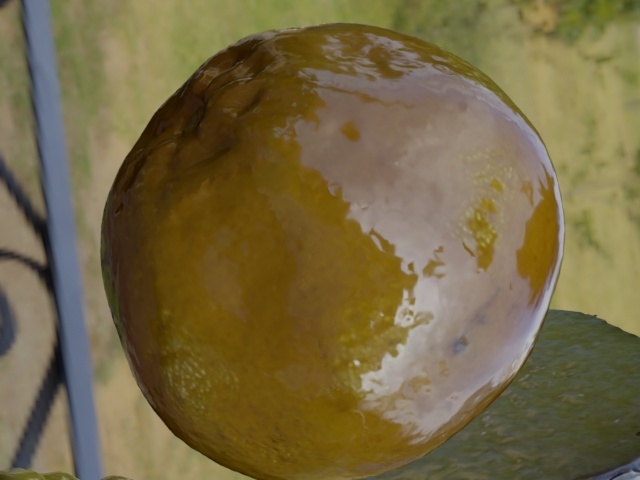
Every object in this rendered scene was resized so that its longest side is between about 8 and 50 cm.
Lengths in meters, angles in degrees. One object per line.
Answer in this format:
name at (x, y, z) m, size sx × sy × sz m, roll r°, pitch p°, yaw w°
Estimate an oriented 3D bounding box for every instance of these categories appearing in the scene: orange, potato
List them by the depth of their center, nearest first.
orange at (0.000, 0.000, 0.571) m, size 0.136 × 0.159 × 0.159 m, roll 45°, pitch 33°, yaw -33°
potato at (0.090, 0.136, 0.999) m, size 0.299 × 0.239 × 0.116 m, roll -128°, pitch -150°, yaw -74°

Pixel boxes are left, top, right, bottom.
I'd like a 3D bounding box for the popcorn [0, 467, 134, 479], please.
popcorn at (-0.182, 0.279, 0.938) m, size 0.381 × 0.349 × 0.349 m, roll 36°, pitch 42°, yaw -42°
